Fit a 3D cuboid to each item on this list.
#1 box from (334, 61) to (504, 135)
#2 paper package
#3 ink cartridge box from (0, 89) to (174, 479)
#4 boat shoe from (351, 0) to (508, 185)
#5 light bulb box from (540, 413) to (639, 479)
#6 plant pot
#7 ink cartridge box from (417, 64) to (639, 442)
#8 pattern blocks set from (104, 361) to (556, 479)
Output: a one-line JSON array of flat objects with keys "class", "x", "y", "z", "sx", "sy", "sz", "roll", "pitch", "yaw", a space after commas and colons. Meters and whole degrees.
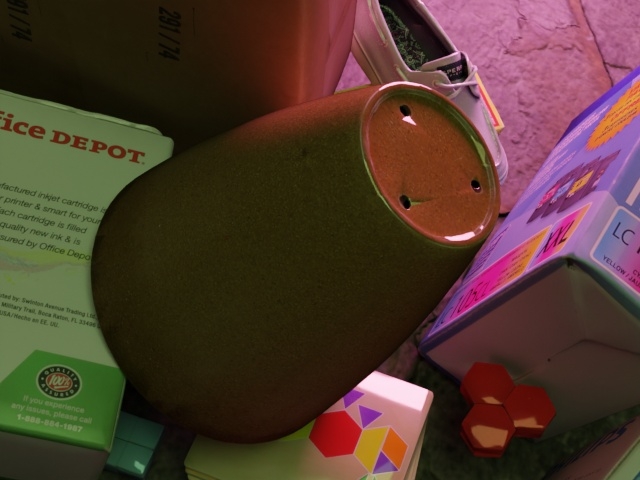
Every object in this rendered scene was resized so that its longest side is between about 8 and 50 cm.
[{"class": "box", "x": 0.055, "y": -0.102, "z": 1.089, "sx": 0.232, "sy": 0.058, "sz": 0.087, "roll": -15, "pitch": 71, "yaw": -24}, {"class": "paper package", "x": -0.128, "y": -0.222, "z": 0.902, "sx": 0.309, "sy": 0.325, "sz": 0.168, "roll": 16, "pitch": 62, "yaw": 7}, {"class": "ink cartridge box", "x": -0.242, "y": 0.033, "z": 0.888, "sx": 0.201, "sy": 0.117, "sz": 0.278, "roll": 14, "pitch": 58, "yaw": -12}, {"class": "boat shoe", "x": 0.101, "y": -0.146, "z": 1.042, "sx": 0.079, "sy": 0.081, "sz": 0.227, "roll": -29, "pitch": 78, "yaw": -27}, {"class": "light bulb box", "x": 0.242, "y": 0.376, "z": 0.832, "sx": 0.358, "sy": 0.225, "sz": 0.361, "roll": 47, "pitch": 61, "yaw": 8}, {"class": "plant pot", "x": 0.000, "y": 0.000, "z": 0.808, "sx": 0.237, "sy": 0.254, "sz": 0.237, "roll": 18, "pitch": 59, "yaw": -32}, {"class": "ink cartridge box", "x": 0.288, "y": -0.036, "z": 1.012, "sx": 0.151, "sy": 0.270, "sz": 0.395, "roll": 41, "pitch": 60, "yaw": -2}, {"class": "pattern blocks set", "x": -0.003, "y": 0.161, "z": 0.922, "sx": 0.325, "sy": 0.026, "sz": 0.285, "roll": 26, "pitch": 61, "yaw": 14}]
